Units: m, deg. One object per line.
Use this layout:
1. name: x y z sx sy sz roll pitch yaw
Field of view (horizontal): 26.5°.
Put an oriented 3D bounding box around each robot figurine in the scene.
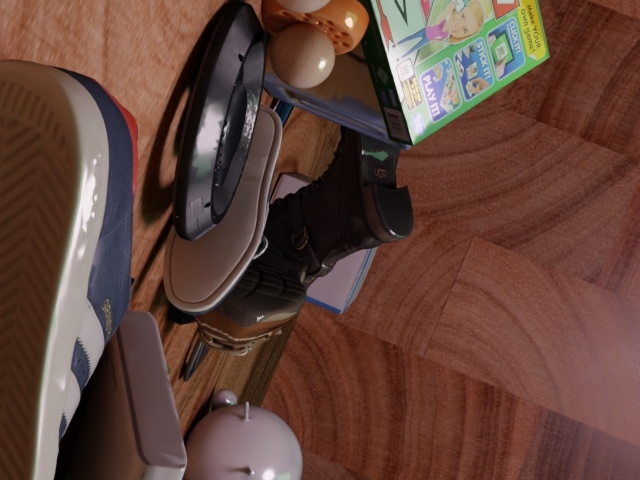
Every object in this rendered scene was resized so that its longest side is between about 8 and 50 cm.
1. robot figurine: -0.139 0.402 2.277 0.353 0.199 0.300 106 -31 -57

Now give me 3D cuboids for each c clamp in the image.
1. c clamp: -0.156 0.125 1.918 0.137 0.022 0.161 -64 179 24

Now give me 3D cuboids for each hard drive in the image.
1. hard drive: -0.206 0.274 1.275 0.233 0.047 0.353 -114 -141 -56

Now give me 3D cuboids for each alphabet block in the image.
1. alphabet block: 0.054 -0.234 1.572 0.193 0.192 0.197 14 98 -87

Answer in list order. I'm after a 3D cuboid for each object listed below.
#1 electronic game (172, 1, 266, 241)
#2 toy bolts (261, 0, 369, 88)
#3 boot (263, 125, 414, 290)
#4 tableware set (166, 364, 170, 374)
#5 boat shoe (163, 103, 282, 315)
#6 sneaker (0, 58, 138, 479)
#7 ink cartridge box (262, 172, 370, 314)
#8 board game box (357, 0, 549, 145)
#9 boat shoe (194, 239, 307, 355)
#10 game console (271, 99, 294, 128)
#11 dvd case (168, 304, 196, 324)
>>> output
1. electronic game: -0.097 -0.111 1.279 0.229 0.048 0.229 14 90 -85
2. toy bolts: 0.034 -0.232 1.187 0.228 0.218 0.158 55 45 -63
3. boot: 0.003 -0.070 1.760 0.229 0.091 0.263 -25 -118 40
4. tableware set: -0.218 0.216 1.619 0.104 0.024 0.154 0 111 -88
5. boat shoe: -0.099 -0.025 1.408 0.079 0.095 0.254 94 6 -58
6. sneaker: -0.174 0.073 0.751 0.148 0.131 0.350 -28 140 -76
7. ink cartridge box: 0.000 0.000 2.154 0.232 0.171 0.168 -25 137 -82
8. board game box: 0.120 -0.287 1.410 0.213 0.046 0.317 -33 122 -24
9. boat shoe: -0.087 0.081 1.603 0.120 0.122 0.324 -64 176 10
10. game console: -0.005 -0.193 1.771 0.144 0.124 0.085 -1 87 -85
11. dvd case: -0.127 0.016 1.704 0.253 0.022 0.180 22 89 -85
